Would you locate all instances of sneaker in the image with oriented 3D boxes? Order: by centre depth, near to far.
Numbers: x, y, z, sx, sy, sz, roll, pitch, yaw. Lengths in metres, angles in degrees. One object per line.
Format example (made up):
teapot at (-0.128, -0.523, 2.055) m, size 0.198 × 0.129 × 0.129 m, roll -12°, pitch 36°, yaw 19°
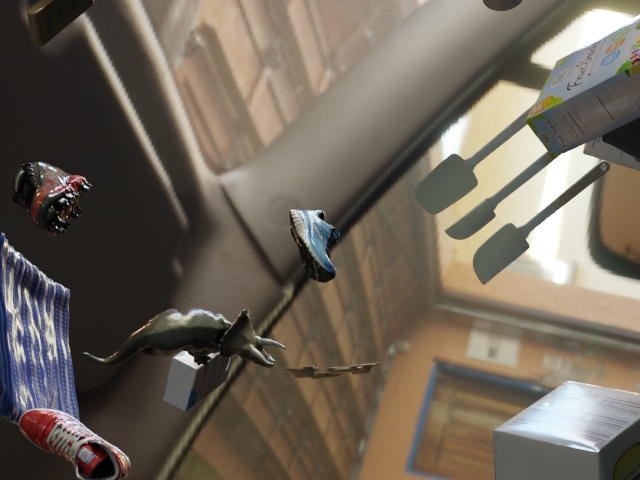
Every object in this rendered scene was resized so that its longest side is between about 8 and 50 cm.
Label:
sneaker at (-0.238, 0.197, 1.049) m, size 0.042 × 0.118 × 0.067 m, roll -62°, pitch 2°, yaw -7°
sneaker at (0.000, 0.000, 1.799) m, size 0.063 × 0.073 × 0.162 m, roll 88°, pitch 166°, yaw -46°
sneaker at (-0.512, -0.081, 2.024) m, size 0.276 × 0.135 × 0.097 m, roll -108°, pitch 41°, yaw -77°

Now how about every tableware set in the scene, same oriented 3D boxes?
tableware set at (0.024, 0.232, 1.964) m, size 0.169 × 0.141 × 0.020 m, roll 18°, pitch -115°, yaw -66°

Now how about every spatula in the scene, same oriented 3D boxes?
spatula at (0.261, -0.079, 1.472) m, size 0.242 × 0.168 × 0.019 m, roll -39°, pitch 4°, yaw -6°

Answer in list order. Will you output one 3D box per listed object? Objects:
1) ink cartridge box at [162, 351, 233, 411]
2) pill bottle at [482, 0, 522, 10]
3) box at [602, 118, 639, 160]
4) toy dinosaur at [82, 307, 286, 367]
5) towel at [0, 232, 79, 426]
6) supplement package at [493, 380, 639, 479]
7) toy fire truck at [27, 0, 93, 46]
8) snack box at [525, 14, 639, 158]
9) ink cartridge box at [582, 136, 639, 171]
ink cartridge box at (-0.248, 0.268, 2.273) m, size 0.180 × 0.060 × 0.104 m, roll -32°, pitch -39°, yaw -63°
pill bottle at (0.197, -0.314, 1.215) m, size 0.120 × 0.067 × 0.067 m, roll 67°, pitch -144°, yaw -54°
box at (0.508, -0.181, 1.581) m, size 0.156 × 0.158 × 0.093 m, roll -122°, pitch 22°, yaw -68°
toy dinosaur at (-0.231, 0.153, 1.822) m, size 0.160 × 0.314 × 0.121 m, roll 144°, pitch 129°, yaw -60°
towel at (-0.384, 0.140, 1.484) m, size 0.336 × 0.040 × 0.243 m, roll 75°, pitch -175°, yaw -73°
supplement package at (0.344, 0.316, 1.438) m, size 0.203 × 0.149 × 0.194 m, roll -19°, pitch -72°, yaw -48°
toy fire truck at (-0.301, -0.353, 1.237) m, size 0.246 × 0.158 × 0.217 m, roll 58°, pitch 175°, yaw 43°
snack box at (0.373, -0.207, 1.357) m, size 0.070 × 0.207 × 0.174 m, roll 50°, pitch -140°, yaw -14°
ink cartridge box at (0.587, -0.184, 1.900) m, size 0.172 × 0.237 × 0.100 m, roll -58°, pitch -15°, yaw -60°
